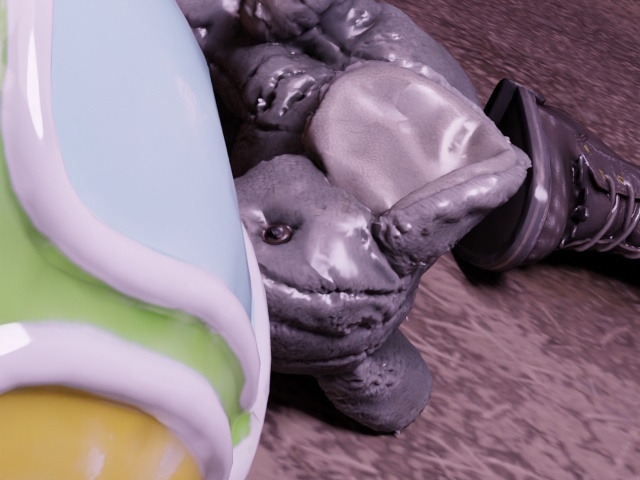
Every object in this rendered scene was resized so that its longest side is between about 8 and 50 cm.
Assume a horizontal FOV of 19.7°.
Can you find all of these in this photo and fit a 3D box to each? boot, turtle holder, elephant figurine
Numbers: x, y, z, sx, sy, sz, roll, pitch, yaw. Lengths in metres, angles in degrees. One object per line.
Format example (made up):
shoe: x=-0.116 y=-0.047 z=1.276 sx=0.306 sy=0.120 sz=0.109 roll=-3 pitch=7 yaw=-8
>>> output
boot: x=0.197 y=-0.010 z=1.060 sx=0.229 sy=0.091 sz=0.263 roll=25 pitch=18 yaw=-3
turtle holder: x=-0.117 y=0.011 z=0.424 sx=0.227 sy=0.243 sz=0.320 roll=33 pitch=4 yaw=-35
elephant figurine: x=0.000 y=0.000 z=0.760 sx=0.239 sy=0.186 sz=0.169 roll=-102 pitch=169 yaw=-53
